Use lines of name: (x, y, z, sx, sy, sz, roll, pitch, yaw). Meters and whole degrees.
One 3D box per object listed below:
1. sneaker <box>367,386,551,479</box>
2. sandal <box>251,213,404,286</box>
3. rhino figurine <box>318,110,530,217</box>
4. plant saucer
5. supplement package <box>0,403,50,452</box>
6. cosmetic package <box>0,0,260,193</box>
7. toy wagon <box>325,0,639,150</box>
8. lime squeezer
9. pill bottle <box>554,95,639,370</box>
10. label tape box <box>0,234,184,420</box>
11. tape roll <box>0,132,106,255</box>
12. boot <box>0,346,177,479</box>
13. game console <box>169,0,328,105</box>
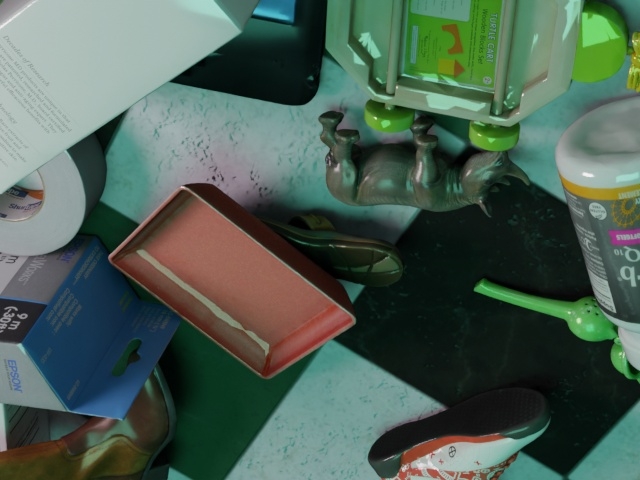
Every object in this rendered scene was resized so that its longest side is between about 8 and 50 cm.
sneaker: (0.203, 0.279, 2.018, 0.270, 0.090, 0.145, -22, 115, 34)
sandal: (0.000, 0.000, 1.901, 0.219, 0.060, 0.090, 7, 140, 24)
rhino figurine: (0.114, -0.079, 1.802, 0.243, 0.073, 0.106, 6, 125, 13)
plant saucer: (-0.103, 0.043, 1.939, 0.258, 0.048, 0.259, 38, 148, -10)
supplement package: (-0.458, 0.245, 2.189, 0.139, 0.134, 0.244, 11, 127, 11)
cosmetic package: (-0.230, -0.225, 1.671, 0.365, 0.197, 0.155, -31, 111, 30)
toy wagon: (0.177, -0.223, 1.682, 0.344, 0.068, 0.267, 11, 127, 10)
lime squeezer: (0.329, 0.129, 1.887, 0.310, 0.059, 0.110, 37, 127, -10)
pill bottle: (0.358, -0.002, 1.716, 0.162, 0.162, 0.278, -8, 121, 24)
label tape box: (-0.362, 0.092, 1.981, 0.333, 0.240, 0.106, 5, 124, 15)
tape roll: (-0.375, -0.090, 1.962, 0.219, 0.072, 0.219, 9, 127, 12)
boot: (-0.336, 0.257, 2.097, 0.280, 0.096, 0.264, -10, 142, -21)
game console: (-0.151, -0.338, 1.718, 0.342, 0.060, 0.386, 14, 128, 9)
